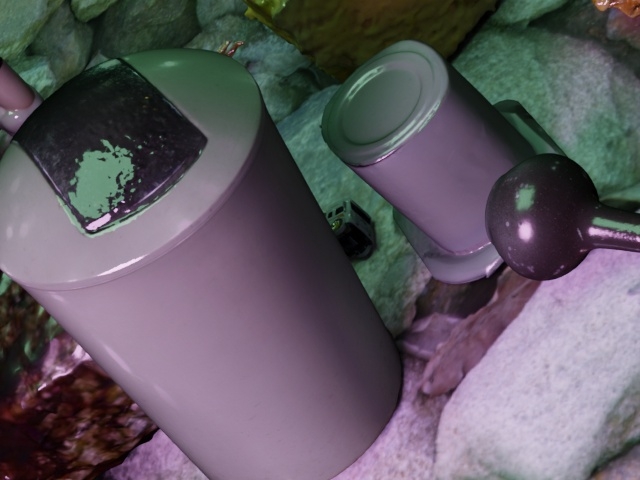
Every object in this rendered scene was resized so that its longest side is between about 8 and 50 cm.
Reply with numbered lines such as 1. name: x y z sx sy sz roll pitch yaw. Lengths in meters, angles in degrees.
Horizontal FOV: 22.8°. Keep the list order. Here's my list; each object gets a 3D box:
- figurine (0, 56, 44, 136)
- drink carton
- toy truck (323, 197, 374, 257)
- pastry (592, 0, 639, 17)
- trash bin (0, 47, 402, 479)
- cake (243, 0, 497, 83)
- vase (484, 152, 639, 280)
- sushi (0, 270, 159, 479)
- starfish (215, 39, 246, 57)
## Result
1. figurine: -0.552 -0.128 2.292 0.323 0.196 0.320 -47 -6 -6
2. drink carton: 0.121 -0.091 1.586 0.185 0.189 0.191 -39 40 8
3. toy truck: 0.000 0.000 1.741 0.123 0.052 0.063 -29 37 29
4. pastry: 0.365 -0.332 1.591 0.250 0.102 0.154 -37 41 17
5. trash bin: -0.115 0.027 1.493 0.280 0.432 0.280 -18 42 17
6. cake: 0.022 -0.316 1.833 0.227 0.222 0.286 -48 37 3
7. vase: 0.246 -0.015 1.463 0.182 0.120 0.120 12 69 34
8. sushi: -0.299 0.126 1.759 0.294 0.299 0.281 -40 68 20
9. starfish: -0.145 -0.193 2.054 0.130 0.041 0.133 -63 12 -23
